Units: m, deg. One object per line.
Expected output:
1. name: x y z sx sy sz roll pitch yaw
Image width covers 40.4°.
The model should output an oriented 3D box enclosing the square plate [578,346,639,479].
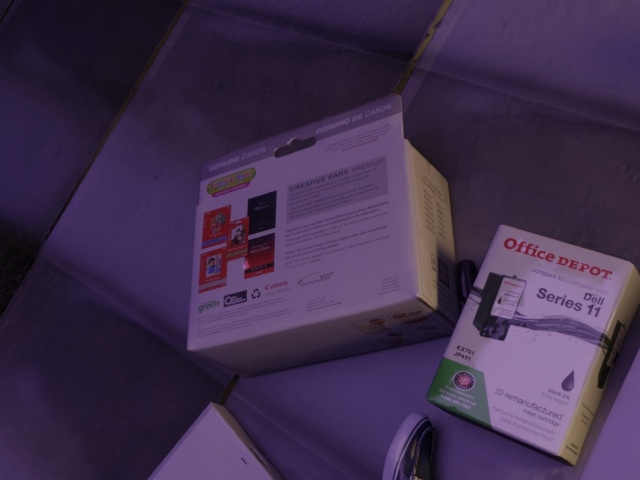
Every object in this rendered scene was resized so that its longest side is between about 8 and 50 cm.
1. square plate: 0.269 0.298 0.634 0.347 0.049 0.344 -107 30 -66

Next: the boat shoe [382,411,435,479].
1. boat shoe: 0.108 0.281 0.924 0.083 0.065 0.183 12 82 34

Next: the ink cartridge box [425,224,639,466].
1. ink cartridge box: 0.224 0.105 0.905 0.153 0.087 0.208 18 79 31

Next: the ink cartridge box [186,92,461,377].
1. ink cartridge box: 0.000 0.000 1.076 0.309 0.130 0.272 -15 60 26

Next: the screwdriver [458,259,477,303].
1. screwdriver: 0.173 0.103 0.992 0.025 0.024 0.170 -28 58 55

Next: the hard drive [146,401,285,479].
1. hard drive: -0.171 0.381 1.067 0.307 0.040 0.203 -51 52 2
